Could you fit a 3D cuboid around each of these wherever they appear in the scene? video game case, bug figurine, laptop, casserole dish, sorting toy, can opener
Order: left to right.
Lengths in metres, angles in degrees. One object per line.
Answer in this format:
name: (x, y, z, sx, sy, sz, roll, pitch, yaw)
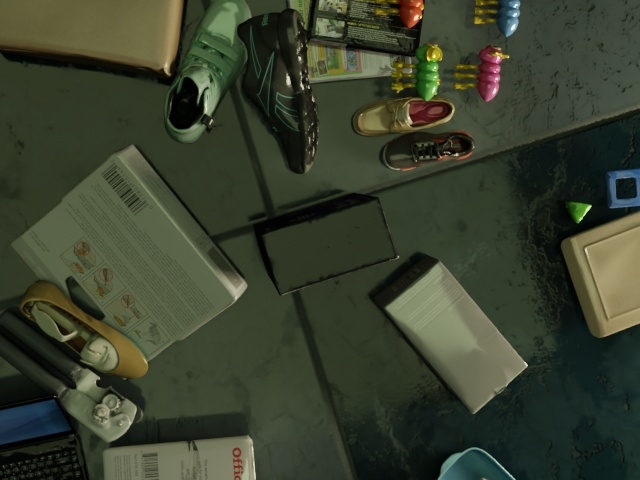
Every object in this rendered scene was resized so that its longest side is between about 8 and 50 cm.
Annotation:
laptop: (-0.496, 0.379, 1.738, 0.234, 0.136, 0.264, -11, 95, -5)
can opener: (-0.414, 0.221, 1.766, 0.280, 0.093, 0.074, 37, 79, 1)
video game case: (0.044, -0.370, 1.801, 0.193, 0.023, 0.213, -6, 95, -6)
bug figurine: (0.221, -0.329, 1.751, 0.279, 0.072, 0.216, -2, 98, -28)
casserole dish: (0.276, 0.432, 1.873, 0.114, 0.037, 0.188, -45, 96, -1)
sorting toy: (0.523, 0.051, 1.870, 0.196, 0.047, 0.348, -20, 95, 0)

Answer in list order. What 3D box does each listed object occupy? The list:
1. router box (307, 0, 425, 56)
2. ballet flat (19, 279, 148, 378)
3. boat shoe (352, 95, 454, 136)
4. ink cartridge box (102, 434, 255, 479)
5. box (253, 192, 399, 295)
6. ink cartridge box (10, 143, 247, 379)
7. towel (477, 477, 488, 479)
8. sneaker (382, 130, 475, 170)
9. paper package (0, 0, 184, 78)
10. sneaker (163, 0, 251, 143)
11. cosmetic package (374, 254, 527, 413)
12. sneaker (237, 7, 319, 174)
router box: (0.076, -0.373, 1.768, 0.178, 0.046, 0.133, 8, 93, -7)
ballet flat: (-0.383, 0.157, 1.755, 0.232, 0.073, 0.080, 36, 116, 0)
boat shoe: (0.138, -0.208, 1.803, 0.170, 0.059, 0.063, -12, 95, -5)
ink cartridge box: (-0.222, 0.411, 1.766, 0.237, 0.100, 0.172, -4, 76, -5)
box: (0.000, 0.000, 1.701, 0.184, 0.261, 0.103, -20, 96, -5)
ink cartridge box: (-0.309, 0.038, 1.771, 0.261, 0.066, 0.296, -36, 97, 23)
towel: (0.288, 0.604, 1.832, 0.374, 0.090, 0.320, 37, 92, -20)
sneaker: (0.180, -0.153, 1.808, 0.157, 0.065, 0.061, -12, 95, -5)
paper package: (-0.357, -0.431, 1.683, 0.309, 0.168, 0.325, 8, 94, -7)
sneaker: (-0.171, -0.273, 1.720, 0.094, 0.151, 0.256, 22, 90, -5)
cosmetic package: (0.214, 0.153, 1.816, 0.127, 0.107, 0.238, -39, 100, -2)
sneaker: (-0.064, -0.235, 1.758, 0.106, 0.101, 0.267, -4, 110, 11)
